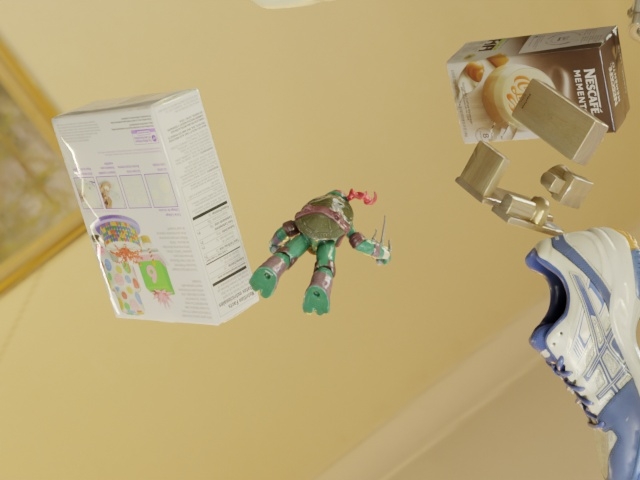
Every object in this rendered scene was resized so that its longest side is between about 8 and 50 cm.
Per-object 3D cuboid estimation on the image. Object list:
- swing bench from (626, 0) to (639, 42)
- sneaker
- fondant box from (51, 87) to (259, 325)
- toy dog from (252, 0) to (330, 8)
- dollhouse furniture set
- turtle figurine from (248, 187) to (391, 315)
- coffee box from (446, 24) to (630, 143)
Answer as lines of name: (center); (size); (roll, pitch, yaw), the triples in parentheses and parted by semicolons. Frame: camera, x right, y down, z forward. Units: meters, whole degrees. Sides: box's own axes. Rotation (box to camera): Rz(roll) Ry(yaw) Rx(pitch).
swing bench: (0.591, -0.445, 1.944); (0.254, 0.165, 0.253); (2, -98, 56)
sneaker: (0.296, 0.136, 1.401); (0.131, 0.296, 0.112); (-4, 170, -9)
fondant box: (-0.243, -0.046, 1.838); (0.238, 0.330, 0.096); (0, -159, 43)
toy dog: (0.042, -0.548, 2.122); (0.408, 0.395, 0.285); (169, -67, -83)
dollhouse furniture set: (0.271, -0.086, 1.434); (0.144, 0.123, 0.151); (47, -64, 47)
turtle figurine: (0.000, 0.000, 1.753); (0.175, 0.118, 0.234); (6, -143, 23)
coffee box: (0.334, -0.237, 1.922); (0.246, 0.141, 0.098); (-3, -154, 30)
